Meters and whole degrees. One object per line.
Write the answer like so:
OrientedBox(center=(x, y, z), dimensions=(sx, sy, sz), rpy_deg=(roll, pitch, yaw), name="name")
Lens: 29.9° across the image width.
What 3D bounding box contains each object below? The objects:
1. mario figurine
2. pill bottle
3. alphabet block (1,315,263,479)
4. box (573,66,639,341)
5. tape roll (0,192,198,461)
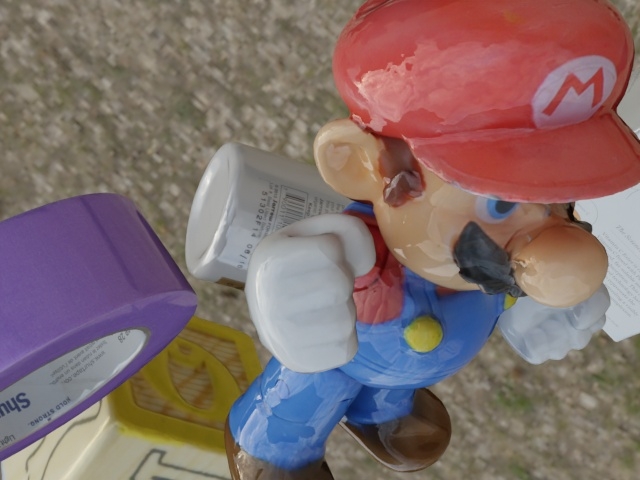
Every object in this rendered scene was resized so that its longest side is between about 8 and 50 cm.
OrientedBox(center=(0.055, 0.031, 0.527), dimensions=(0.170, 0.198, 0.320), rpy_deg=(22, 136, 2), name="mario figurine")
OrientedBox(center=(0.000, 0.000, 1.126), dimensions=(0.229, 0.131, 0.131), rpy_deg=(16, 158, -20), name="pill bottle")
OrientedBox(center=(-0.173, 0.192, 1.141), dimensions=(0.193, 0.192, 0.197), rpy_deg=(21, 120, -33), name="alphabet block")
OrientedBox(center=(0.385, -0.068, 1.245), dimensions=(0.215, 0.168, 0.345), rpy_deg=(44, 141, -11), name="box")
OrientedBox(center=(-0.227, 0.081, 0.866), dimensions=(0.090, 0.274, 0.275), rpy_deg=(56, 154, 10), name="tape roll")
